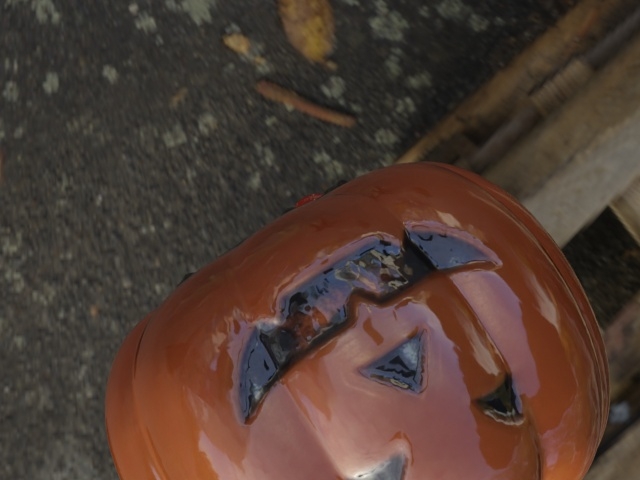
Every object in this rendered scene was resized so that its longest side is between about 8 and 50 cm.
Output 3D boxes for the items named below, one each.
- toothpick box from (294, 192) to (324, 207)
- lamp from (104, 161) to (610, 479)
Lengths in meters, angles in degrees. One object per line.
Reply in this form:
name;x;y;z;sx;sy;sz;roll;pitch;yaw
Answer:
toothpick box;0.000;0.000;1.255;0.047;0.083;0.047;-2;124;-3
lamp;0.020;0.066;0.544;0.187;0.187;0.164;-33;85;1
